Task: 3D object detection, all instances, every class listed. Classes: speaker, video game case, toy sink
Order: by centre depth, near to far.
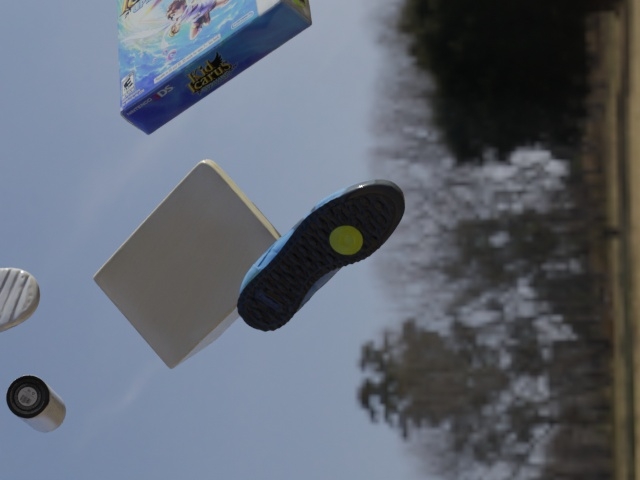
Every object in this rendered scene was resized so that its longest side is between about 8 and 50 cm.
[{"bbox_3d":[-0.132,0.015,1.827,0.153,0.234,0.131,48,-151,6],"label":"toy sink"},{"bbox_3d":[-0.140,-0.296,1.877,0.061,0.269,0.244,36,-146,-39],"label":"video game case"},{"bbox_3d":[-0.357,0.207,1.903,0.136,0.055,0.055,92,180,-76],"label":"speaker"}]

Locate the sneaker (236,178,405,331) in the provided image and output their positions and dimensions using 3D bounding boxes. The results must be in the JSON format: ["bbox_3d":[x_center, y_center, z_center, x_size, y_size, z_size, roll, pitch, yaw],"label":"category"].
[{"bbox_3d":[0.000,0.000,1.426,0.069,0.209,0.082,41,-151,-12],"label":"sneaker"}]

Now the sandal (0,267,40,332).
[{"bbox_3d":[-0.438,0.103,1.746,0.076,0.265,0.102,58,-157,-62],"label":"sandal"}]
